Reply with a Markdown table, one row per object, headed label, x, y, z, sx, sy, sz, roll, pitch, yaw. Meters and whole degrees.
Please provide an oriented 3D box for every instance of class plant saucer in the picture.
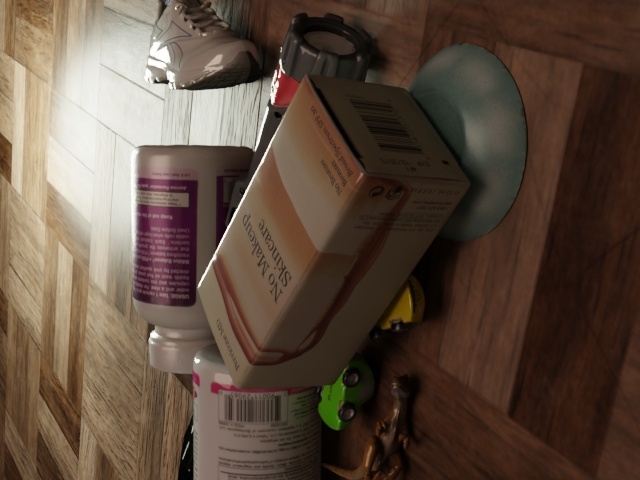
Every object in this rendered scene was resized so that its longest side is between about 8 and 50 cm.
| label | x | y | z | sx | sy | sz | roll | pitch | yaw |
| --- | --- | --- | --- | --- | --- | --- | --- | --- | --- |
| plant saucer | 0.121 | -0.095 | 0.916 | 0.195 | 0.037 | 0.195 | 9 | 101 | 57 |

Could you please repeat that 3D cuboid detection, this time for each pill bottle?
| label | x | y | z | sx | sy | sz | roll | pitch | yaw |
| --- | --- | --- | --- | --- | --- | --- | --- | --- | --- |
| pill bottle | -0.172 | 0.021 | 1.283 | 0.169 | 0.169 | 0.301 | 12 | 103 | 58 |
| pill bottle | -0.078 | 0.275 | 1.163 | 0.160 | 0.160 | 0.283 | 15 | 106 | 57 |

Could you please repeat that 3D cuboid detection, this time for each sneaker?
| label | x | y | z | sx | sy | sz | roll | pitch | yaw |
| --- | --- | --- | --- | --- | --- | --- | --- | --- | --- |
| sneaker | -0.177 | -0.276 | 1.307 | 0.297 | 0.111 | 0.129 | 21 | 116 | 55 |

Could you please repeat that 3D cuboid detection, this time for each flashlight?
| label | x | y | z | sx | sy | sz | roll | pitch | yaw |
| --- | --- | --- | --- | --- | --- | --- | --- | --- | --- |
| flashlight | -0.026 | -0.114 | 1.107 | 0.103 | 0.103 | 0.304 | 54 | 141 | 36 |

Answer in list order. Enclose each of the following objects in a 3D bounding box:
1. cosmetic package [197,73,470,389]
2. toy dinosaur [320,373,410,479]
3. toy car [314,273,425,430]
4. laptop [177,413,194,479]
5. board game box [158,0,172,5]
| label | x | y | z | sx | sy | sz | roll | pitch | yaw |
| --- | --- | --- | --- | --- | --- | --- | --- | --- | --- |
| cosmetic package | 0.000 | 0.000 | 0.937 | 0.296 | 0.129 | 0.153 | -61 | 42 | 35 |
| toy dinosaur | 0.066 | 0.238 | 1.040 | 0.112 | 0.064 | 0.211 | -90 | 22 | -51 |
| toy car | 0.039 | 0.105 | 1.057 | 0.239 | 0.053 | 0.225 | 34 | 122 | 53 |
| laptop | -0.129 | 0.344 | 1.398 | 0.264 | 0.137 | 0.234 | -91 | 20 | -51 |
| board game box | -0.184 | -0.454 | 1.371 | 0.243 | 0.042 | 0.165 | -23 | 74 | 57 |
